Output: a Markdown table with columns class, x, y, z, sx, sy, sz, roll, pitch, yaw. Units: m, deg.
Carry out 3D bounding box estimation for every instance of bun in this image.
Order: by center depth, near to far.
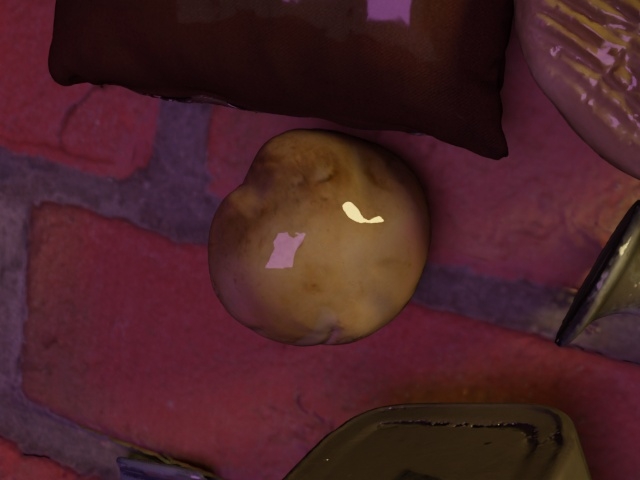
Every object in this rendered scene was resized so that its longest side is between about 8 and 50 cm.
| class | x | y | z | sx | sy | sz | roll | pitch | yaw |
| --- | --- | --- | --- | --- | --- | --- | --- | --- | --- |
| bun | 0.193 | -0.126 | 0.461 | 0.193 | 0.128 | 0.178 | 45 | 116 | 18 |

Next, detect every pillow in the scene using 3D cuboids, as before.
| class | x | y | z | sx | sy | sz | roll | pitch | yaw |
| --- | --- | --- | --- | --- | --- | --- | --- | --- | --- |
| pillow | -0.016 | -0.221 | 0.528 | 0.308 | 0.108 | 0.305 | 12 | 104 | 16 |

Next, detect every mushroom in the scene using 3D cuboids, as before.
| class | x | y | z | sx | sy | sz | roll | pitch | yaw |
| --- | --- | --- | --- | --- | --- | --- | --- | --- | --- |
| mushroom | 0.000 | 0.000 | 0.578 | 0.148 | 0.112 | 0.148 | -6 | 118 | -11 |

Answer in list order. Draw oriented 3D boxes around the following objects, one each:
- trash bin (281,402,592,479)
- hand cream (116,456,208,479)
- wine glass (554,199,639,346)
| class | x | y | z | sx | sy | sz | roll | pitch | yaw |
| --- | --- | --- | --- | --- | --- | --- | --- | --- | --- |
| trash bin | 0.086 | 0.245 | 0.534 | 0.219 | 0.220 | 0.250 | -7 | 107 | 33 |
| hand cream | -0.125 | 0.302 | 0.745 | 0.088 | 0.055 | 0.256 | 4 | 104 | 29 |
| wine glass | 0.273 | 0.149 | 0.555 | 0.309 | 0.096 | 0.264 | 30 | 137 | 11 |
